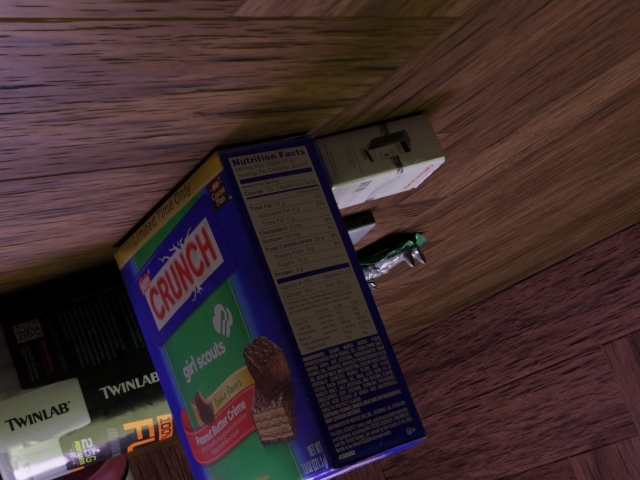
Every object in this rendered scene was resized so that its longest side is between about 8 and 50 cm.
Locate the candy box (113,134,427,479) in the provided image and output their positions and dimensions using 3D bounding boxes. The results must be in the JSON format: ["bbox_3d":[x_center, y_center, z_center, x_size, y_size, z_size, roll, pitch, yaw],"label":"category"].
[{"bbox_3d":[-0.064,0.095,1.107,0.122,0.317,0.268,-11,164,-36],"label":"candy box"}]

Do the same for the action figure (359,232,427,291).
[{"bbox_3d":[0.058,0.059,1.819,0.232,0.063,0.137,-23,172,28],"label":"action figure"}]

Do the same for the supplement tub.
[{"bbox_3d":[-0.237,0.146,1.311,0.338,0.207,0.207,-18,168,-16],"label":"supplement tub"}]

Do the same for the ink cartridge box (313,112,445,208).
[{"bbox_3d":[0.048,-0.079,1.161,0.135,0.056,0.099,-16,168,-23],"label":"ink cartridge box"}]

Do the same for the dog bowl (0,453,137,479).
[{"bbox_3d":[-0.521,0.453,1.959,0.408,0.150,0.408,-3,-161,1],"label":"dog bowl"}]

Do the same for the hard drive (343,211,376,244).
[{"bbox_3d":[0.000,0.000,1.523,0.135,0.022,0.094,-16,168,-22],"label":"hard drive"}]
